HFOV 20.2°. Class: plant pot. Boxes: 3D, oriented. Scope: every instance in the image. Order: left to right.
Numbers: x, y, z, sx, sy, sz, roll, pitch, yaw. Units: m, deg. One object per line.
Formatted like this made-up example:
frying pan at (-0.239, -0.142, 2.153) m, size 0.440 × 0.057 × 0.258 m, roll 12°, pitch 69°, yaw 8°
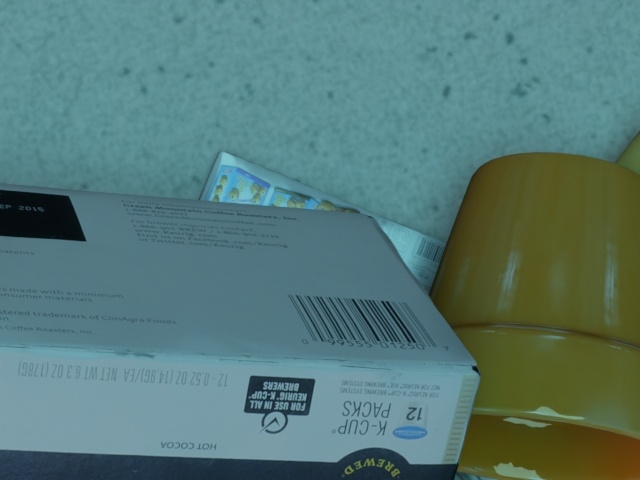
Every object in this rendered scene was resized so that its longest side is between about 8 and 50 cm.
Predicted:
plant pot at (0.152, 0.051, 1.192) m, size 0.205 × 0.205 × 0.188 m, roll 10°, pitch 72°, yaw -5°

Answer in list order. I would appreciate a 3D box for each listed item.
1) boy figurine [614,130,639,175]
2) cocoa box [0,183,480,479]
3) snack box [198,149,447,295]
boy figurine at (0.342, -0.081, 1.259) m, size 0.285 × 0.092 × 0.177 m, roll -7°, pitch 91°, yaw -9°
cocoa box at (-0.120, 0.115, 1.070) m, size 0.347 × 0.231 × 0.228 m, roll 4°, pitch 113°, yaw -19°
snack box at (0.000, 0.000, 1.254) m, size 0.178 × 0.022 × 0.064 m, roll 22°, pitch 87°, yaw -5°
